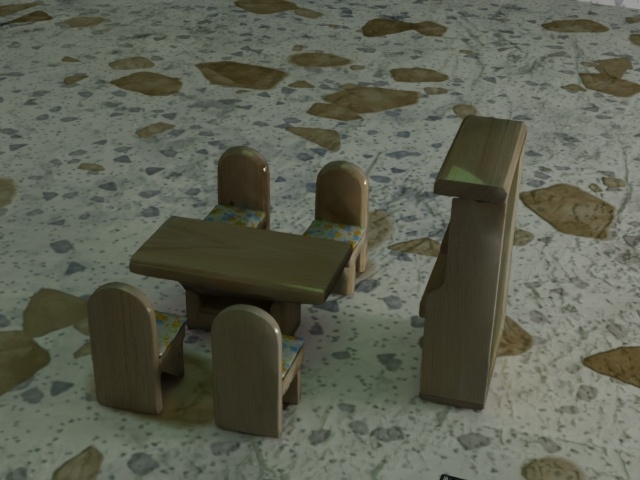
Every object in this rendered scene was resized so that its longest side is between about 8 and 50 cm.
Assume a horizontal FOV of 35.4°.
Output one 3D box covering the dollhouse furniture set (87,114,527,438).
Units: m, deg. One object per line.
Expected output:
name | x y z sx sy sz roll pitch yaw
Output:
dollhouse furniture set | 0.000 0.000 1.065 0.394 0.257 0.362 9 29 14

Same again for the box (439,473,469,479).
box | 0.127 0.241 0.868 0.067 0.018 0.083 10 29 16
